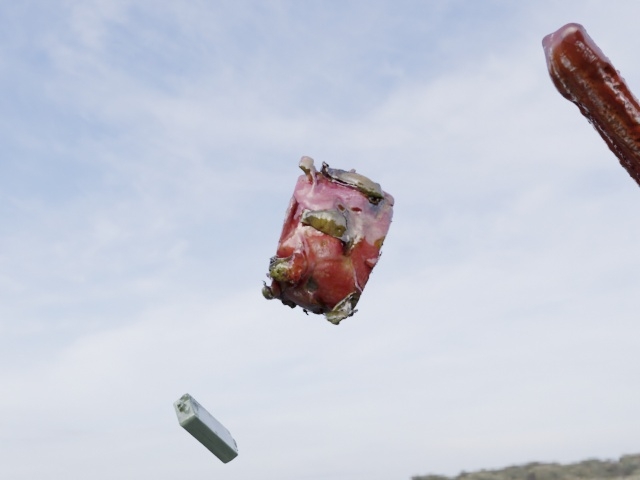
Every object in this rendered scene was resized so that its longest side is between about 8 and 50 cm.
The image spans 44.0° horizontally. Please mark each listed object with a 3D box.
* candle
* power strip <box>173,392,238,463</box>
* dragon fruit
[{"bbox_3d":[0.293,-0.063,0.693,0.051,0.048,0.329,-27,-59,38],"label":"candle"},{"bbox_3d":[-0.090,0.147,0.623,0.017,0.027,0.083,-35,-47,-1],"label":"power strip"},{"bbox_3d":[0.000,0.000,1.069,0.147,0.282,0.211,26,-59,-4],"label":"dragon fruit"}]
